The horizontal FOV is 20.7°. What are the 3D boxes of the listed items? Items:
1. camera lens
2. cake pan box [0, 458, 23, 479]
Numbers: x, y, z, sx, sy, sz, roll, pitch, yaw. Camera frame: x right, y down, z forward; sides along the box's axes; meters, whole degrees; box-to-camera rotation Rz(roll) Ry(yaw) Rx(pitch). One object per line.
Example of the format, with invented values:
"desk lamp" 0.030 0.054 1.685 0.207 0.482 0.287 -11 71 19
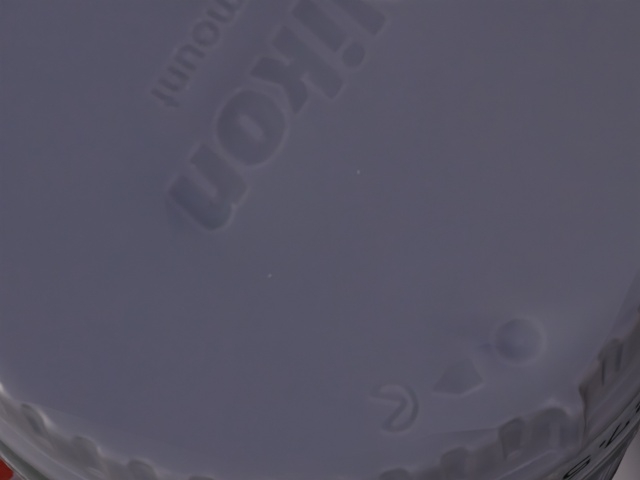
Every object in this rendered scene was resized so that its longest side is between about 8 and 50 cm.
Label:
"camera lens" 0.000 0.000 0.526 0.274 0.219 0.219 78 -175 -72
"cake pan box" -0.068 0.012 0.742 0.267 0.245 0.070 -60 30 23
